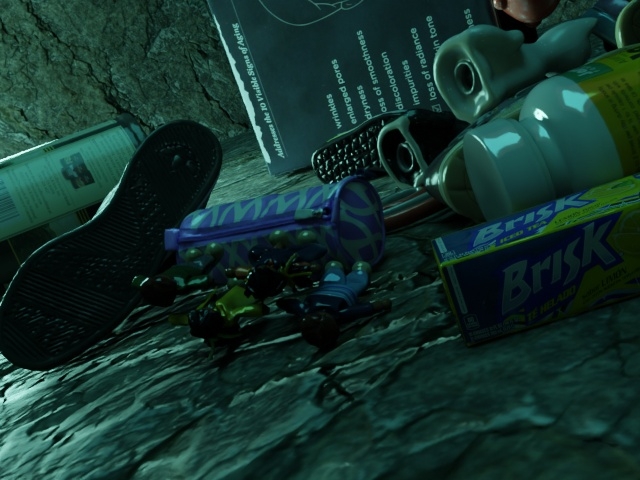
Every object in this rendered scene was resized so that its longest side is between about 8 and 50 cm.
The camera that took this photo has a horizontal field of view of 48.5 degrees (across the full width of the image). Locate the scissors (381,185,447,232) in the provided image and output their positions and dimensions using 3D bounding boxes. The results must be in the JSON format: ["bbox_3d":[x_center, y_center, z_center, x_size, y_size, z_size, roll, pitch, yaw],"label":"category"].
[{"bbox_3d":[0.000,0.000,0.722,0.297,0.021,0.109,-22,14,-11],"label":"scissors"}]

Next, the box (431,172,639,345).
[{"bbox_3d":[0.155,0.005,0.417,0.169,0.054,0.059,-19,13,7],"label":"box"}]

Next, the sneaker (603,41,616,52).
[{"bbox_3d":[0.595,-0.358,1.146,0.130,0.109,0.286,-41,16,-33],"label":"sneaker"}]

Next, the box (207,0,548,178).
[{"bbox_3d":[0.086,-0.413,1.237,0.472,0.479,0.297,-12,15,29],"label":"box"}]

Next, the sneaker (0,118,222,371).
[{"bbox_3d":[-0.217,0.019,0.757,0.295,0.124,0.178,-54,0,-24],"label":"sneaker"}]

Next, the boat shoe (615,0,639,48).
[{"bbox_3d":[0.518,-0.274,0.877,0.341,0.121,0.110,-10,9,-3],"label":"boat shoe"}]

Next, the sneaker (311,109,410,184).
[{"bbox_3d":[0.087,-0.141,1.013,0.235,0.084,0.097,-7,18,43],"label":"sneaker"}]

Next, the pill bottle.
[{"bbox_3d":[0.212,-0.070,0.490,0.209,0.117,0.117,-20,14,0],"label":"pill bottle"}]

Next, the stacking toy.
[{"bbox_3d":[0.378,-0.377,1.093,0.130,0.309,0.279,-58,22,24],"label":"stacking toy"}]

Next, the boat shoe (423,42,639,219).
[{"bbox_3d":[0.222,-0.109,0.670,0.285,0.102,0.092,-29,20,-12],"label":"boat shoe"}]

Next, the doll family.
[{"bbox_3d":[-0.046,0.039,0.529,0.193,0.076,0.111,-13,10,16],"label":"doll family"}]

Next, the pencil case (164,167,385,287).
[{"bbox_3d":[-0.040,-0.003,0.645,0.206,0.086,0.088,-11,-10,36],"label":"pencil case"}]

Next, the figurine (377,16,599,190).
[{"bbox_3d":[0.196,-0.161,0.798,0.209,0.092,0.215,-22,-18,-33],"label":"figurine"}]

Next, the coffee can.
[{"bbox_3d":[-0.358,-0.035,0.982,0.275,0.201,0.201,-25,15,-20],"label":"coffee can"}]
